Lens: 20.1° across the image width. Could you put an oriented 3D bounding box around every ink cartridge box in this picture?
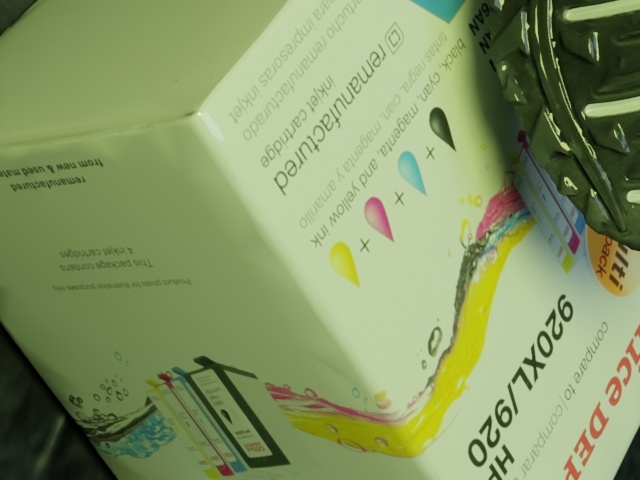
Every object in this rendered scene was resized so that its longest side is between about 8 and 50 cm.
[{"bbox_3d":[0.000,0.000,0.670,0.232,0.168,0.171,57,50,-28],"label":"ink cartridge box"}]

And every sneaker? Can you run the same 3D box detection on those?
[{"bbox_3d":[0.107,-0.126,0.614,0.108,0.100,0.271,30,50,-65],"label":"sneaker"}]
